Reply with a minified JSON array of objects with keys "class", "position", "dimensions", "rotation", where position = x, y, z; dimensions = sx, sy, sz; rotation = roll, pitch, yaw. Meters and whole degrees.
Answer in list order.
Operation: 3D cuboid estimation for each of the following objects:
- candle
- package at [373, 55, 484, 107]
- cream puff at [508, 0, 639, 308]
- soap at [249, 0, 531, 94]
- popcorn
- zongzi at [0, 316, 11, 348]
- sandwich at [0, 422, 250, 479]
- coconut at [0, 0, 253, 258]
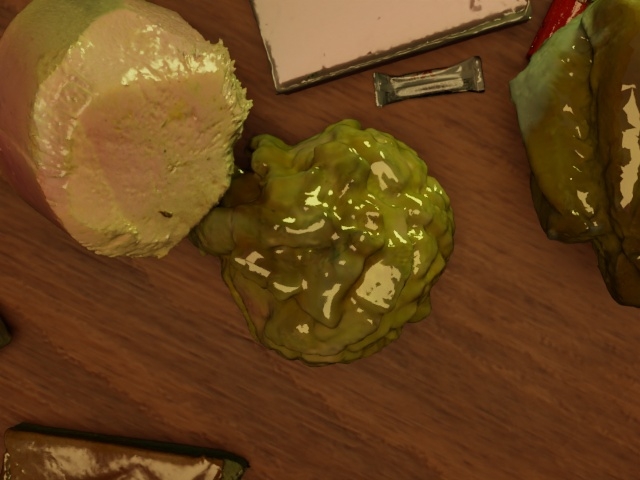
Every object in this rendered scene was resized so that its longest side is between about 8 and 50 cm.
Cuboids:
[{"class":"candle","position":[0.238,-0.201,1.226],"dimensions":[0.052,0.052,0.131],"rotation":[23,97,0]},{"class":"package","position":[0.107,-0.158,1.252],"dimensions":[0.110,0.015,0.037],"rotation":[-9,94,2]},{"class":"cream puff","position":[0.351,-0.073,1.090],"dimensions":[0.378,0.275,0.378],"rotation":[6,119,11]},{"class":"soap","position":[0.056,-0.260,1.213],"dimensions":[0.259,0.081,0.181],"rotation":[-18,93,5]},{"class":"popcorn","position":[0.000,0.000,1.181],"dimensions":[0.259,0.212,0.259],"rotation":[0,94,-5]},{"class":"zongzi","position":[-0.382,0.085,1.284],"dimensions":[0.104,0.052,0.113],"rotation":[-38,79,11]},{"class":"sandwich","position":[-0.232,0.254,1.282],"dimensions":[0.212,0.063,0.245],"rotation":[42,94,0]},{"class":"coconut","position":[-0.193,-0.118,1.166],"dimensions":[0.233,0.245,0.233],"rotation":[-12,117,-26]}]
